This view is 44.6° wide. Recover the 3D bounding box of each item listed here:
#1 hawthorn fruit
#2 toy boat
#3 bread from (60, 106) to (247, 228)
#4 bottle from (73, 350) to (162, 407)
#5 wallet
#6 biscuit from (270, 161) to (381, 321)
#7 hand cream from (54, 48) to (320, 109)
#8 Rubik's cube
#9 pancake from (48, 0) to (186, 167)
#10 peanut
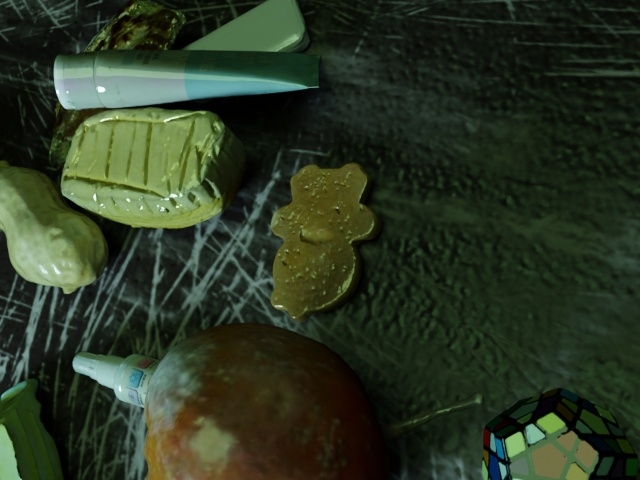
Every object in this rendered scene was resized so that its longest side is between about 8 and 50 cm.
[{"bbox_3d":[-0.048,0.205,0.712,0.263,0.235,0.231,34,43,3],"label":"hawthorn fruit"},{"bbox_3d":[-0.355,0.294,0.903,0.111,0.084,0.276,-29,63,15],"label":"toy boat"},{"bbox_3d":[-0.201,-0.087,0.959,0.236,0.106,0.140,4,71,27],"label":"bread"},{"bbox_3d":[-0.196,0.162,0.890,0.217,0.060,0.060,11,76,27],"label":"bottle"},{"bbox_3d":[-0.105,-0.249,1.019,0.190,0.033,0.095,-26,61,13],"label":"wallet"},{"bbox_3d":[0.005,-0.003,0.877,0.133,0.027,0.184,-10,69,21],"label":"biscuit"},{"bbox_3d":[-0.156,-0.200,0.935,0.312,0.070,0.111,-4,31,1],"label":"hand cream"},{"bbox_3d":[0.200,0.192,0.663,0.112,0.133,0.133,-4,67,-5],"label":"Rubik's cube"},{"bbox_3d":[-0.281,-0.232,1.076,0.257,0.056,0.212,-19,59,24],"label":"pancake"},{"bbox_3d":[-0.373,-0.024,1.016,0.263,0.101,0.117,42,91,28],"label":"peanut"}]
